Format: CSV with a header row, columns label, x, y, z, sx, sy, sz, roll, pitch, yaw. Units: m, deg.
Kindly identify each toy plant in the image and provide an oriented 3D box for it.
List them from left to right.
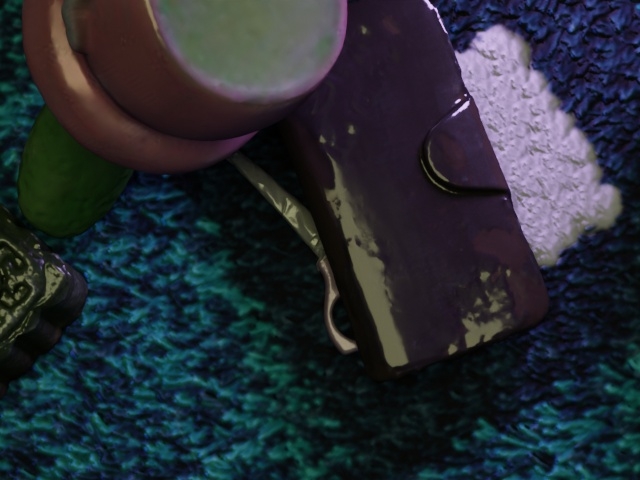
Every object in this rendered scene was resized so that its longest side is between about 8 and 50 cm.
label,x,y,z,sx,sy,sz,roll,pitch,yaw
toy plant,-0.134,-0.177,1.505,0.210,0.356,0.317,-2,84,-24

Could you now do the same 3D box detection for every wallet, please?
label,x,y,z,sx,sy,sz,roll,pitch,yaw
wallet,0.064,-0.051,1.596,0.165,0.042,0.309,-19,80,-7

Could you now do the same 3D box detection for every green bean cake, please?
label,x,y,z,sx,sy,sz,roll,pitch,yaw
green bean cake,-0.303,0.040,1.581,0.181,0.094,0.173,44,86,8

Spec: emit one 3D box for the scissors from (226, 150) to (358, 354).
label,x,y,z,sx,sy,sz,roll,pitch,yaw
scissors,0.000,0.000,1.613,0.212,0.021,0.110,44,78,7
